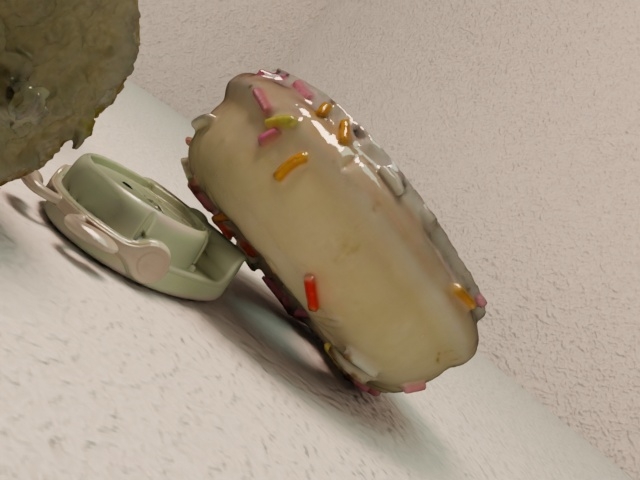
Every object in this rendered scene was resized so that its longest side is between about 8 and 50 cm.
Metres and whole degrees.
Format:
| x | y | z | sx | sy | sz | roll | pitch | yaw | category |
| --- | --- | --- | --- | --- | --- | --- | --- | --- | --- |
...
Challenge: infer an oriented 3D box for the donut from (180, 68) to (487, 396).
| x | y | z | sx | sy | sz | roll | pitch | yaw | category |
| --- | --- | --- | --- | --- | --- | --- | --- | --- | --- |
| 0.000 | 0.000 | 0.802 | 0.382 | 0.142 | 0.382 | 49 | -8 | 10 | donut |

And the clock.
| x | y | z | sx | sy | sz | roll | pitch | yaw | category |
| --- | --- | --- | --- | --- | --- | --- | --- | --- | --- |
| -0.162 | -0.017 | 0.676 | 0.151 | 0.062 | 0.191 | 38 | 6 | 25 | clock |

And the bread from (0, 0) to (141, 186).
| x | y | z | sx | sy | sz | roll | pitch | yaw | category |
| --- | --- | --- | --- | --- | --- | --- | --- | --- | --- |
| -0.233 | -0.134 | 0.507 | 0.246 | 0.195 | 0.176 | 38 | -13 | 30 | bread |
